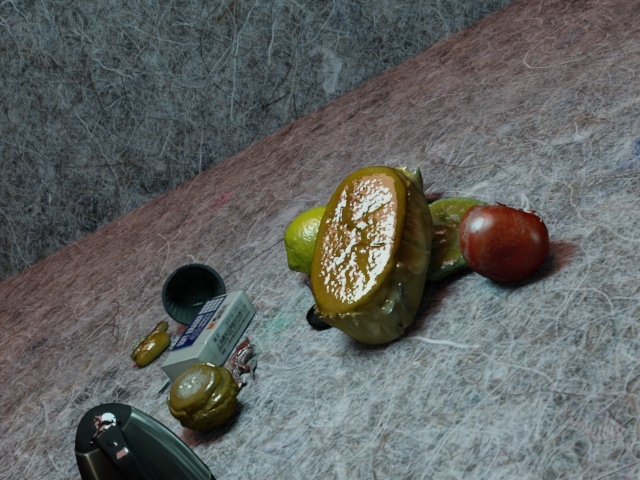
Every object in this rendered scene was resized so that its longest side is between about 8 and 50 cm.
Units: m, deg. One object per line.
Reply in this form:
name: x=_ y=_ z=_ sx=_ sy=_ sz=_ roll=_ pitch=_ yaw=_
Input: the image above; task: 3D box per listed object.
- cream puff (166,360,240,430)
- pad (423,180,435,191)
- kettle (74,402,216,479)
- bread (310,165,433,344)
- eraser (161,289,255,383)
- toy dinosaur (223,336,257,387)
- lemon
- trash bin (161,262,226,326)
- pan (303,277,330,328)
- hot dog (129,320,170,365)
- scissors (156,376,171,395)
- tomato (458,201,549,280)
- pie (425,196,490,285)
cream puff: x=-0.241 y=0.334 z=1.704 sx=0.150 sy=0.115 sz=0.165 roll=-39 pitch=30 yaw=-1
pad: x=0.163 y=-0.085 z=2.184 sx=0.202 sy=0.005 sz=0.299 roll=-40 pitch=13 yaw=-22
kettle: x=-0.336 y=0.415 z=1.429 sx=0.207 sy=0.271 sz=0.251 roll=-26 pitch=20 yaw=13
bread: x=0.104 y=0.023 z=1.702 sx=0.236 sy=0.183 sz=0.389 roll=-21 pitch=45 yaw=40
eraser: x=-0.274 y=0.240 z=2.007 sx=0.124 sy=0.081 sz=0.279 roll=-18 pitch=24 yaw=30
toy dinosaur: x=-0.190 y=0.294 z=1.843 sx=0.108 sy=0.032 sz=0.220 roll=-19 pitch=33 yaw=19
lemon: x=0.003 y=-0.001 z=2.050 sx=0.193 sy=0.181 sz=0.181 roll=-19 pitch=24 yaw=24
trash bin: x=-0.356 y=0.142 z=2.256 sx=0.175 sy=0.175 sz=0.161 roll=-33 pitch=10 yaw=-7
pan: x=0.004 y=0.144 z=1.899 sx=0.114 sy=0.040 sz=0.212 roll=-34 pitch=28 yaw=-6
hot dog: x=-0.459 y=0.281 z=2.201 sx=0.140 sy=0.060 sz=0.089 roll=-37 pitch=26 yaw=-26
scissors: x=-0.376 y=0.344 z=2.005 sx=0.058 sy=0.014 sz=0.119 roll=-20 pitch=20 yaw=29
tomato: x=0.360 y=0.005 z=1.597 sx=0.186 sy=0.152 sz=0.187 roll=4 pitch=-3 yaw=0
pie: x=0.269 y=0.006 z=1.822 sx=0.323 sy=0.071 sz=0.323 roll=-24 pitch=26 yaw=12
